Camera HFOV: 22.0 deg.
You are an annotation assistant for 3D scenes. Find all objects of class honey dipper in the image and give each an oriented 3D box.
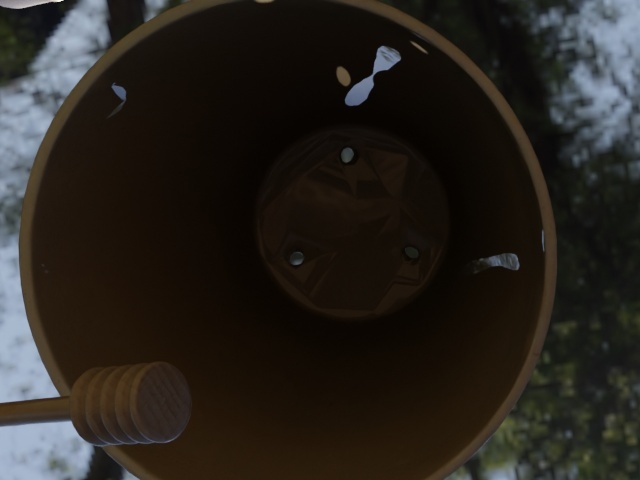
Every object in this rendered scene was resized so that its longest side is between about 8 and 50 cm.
[{"bbox_3d":[-0.117,0.067,0.644,0.160,0.030,0.030,-8,-161,39],"label":"honey dipper"}]

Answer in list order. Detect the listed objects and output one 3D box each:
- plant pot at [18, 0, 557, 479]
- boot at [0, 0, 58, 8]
[{"bbox_3d":[0.000,0.000,0.904,0.256,0.256,0.274,-9,-178,8],"label":"plant pot"},{"bbox_3d":[-0.255,-0.209,0.918,0.207,0.248,0.090,15,-105,37],"label":"boot"}]
